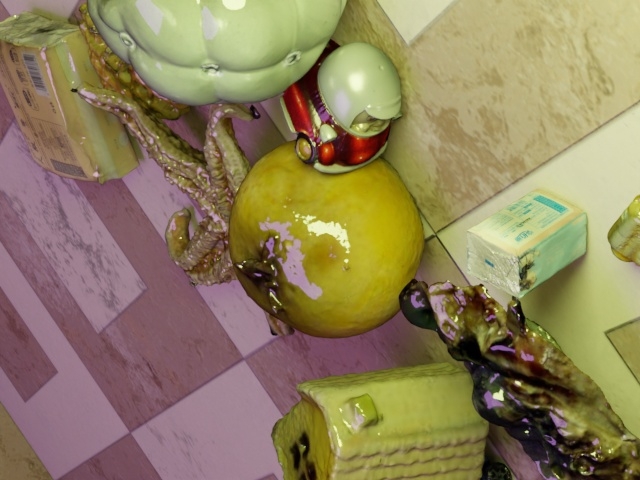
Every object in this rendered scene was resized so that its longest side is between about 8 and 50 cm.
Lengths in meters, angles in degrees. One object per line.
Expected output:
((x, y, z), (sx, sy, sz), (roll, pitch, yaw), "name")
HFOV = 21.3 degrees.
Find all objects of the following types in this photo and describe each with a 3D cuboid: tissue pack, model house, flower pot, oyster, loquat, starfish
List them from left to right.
((-0.348, -0.189, 2.276), (0.186, 0.090, 0.222), (18, 137, 50), "tissue pack")
((-0.145, -0.066, 2.049), (0.324, 0.082, 0.432), (34, 157, 36), "starfish")
((-0.094, -0.243, 1.595), (0.195, 0.246, 0.246), (33, 168, -32), "flower pot")
((0.003, 0.005, 1.756), (0.213, 0.213, 0.213), (41, 151, 29), "loquat")
((0.072, 0.228, 1.865), (0.234, 0.193, 0.175), (125, 137, -63), "model house")
((0.188, 0.001, 1.546), (0.074, 0.094, 0.059), (30, 139, 43), "tissue pack")
((0.217, 0.170, 1.632), (0.361, 0.096, 0.221), (46, 177, -16), "oyster")

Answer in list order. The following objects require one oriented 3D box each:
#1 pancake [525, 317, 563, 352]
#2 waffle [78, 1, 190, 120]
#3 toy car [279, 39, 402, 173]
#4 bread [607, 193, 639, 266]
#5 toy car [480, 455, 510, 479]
((0.218, 0.120, 1.726), (0.108, 0.017, 0.108), (36, 147, 29), "pancake")
((-0.229, -0.218, 2.078), (0.194, 0.051, 0.149), (22, 140, 50), "waffle")
((0.026, -0.148, 1.664), (0.112, 0.112, 0.139), (-36, 78, 50), "toy car")
((0.277, -0.008, 1.452), (0.049, 0.034, 0.088), (36, 155, 9), "bread")
((0.206, 0.331, 1.942), (0.216, 0.063, 0.103), (54, 155, 4), "toy car")
